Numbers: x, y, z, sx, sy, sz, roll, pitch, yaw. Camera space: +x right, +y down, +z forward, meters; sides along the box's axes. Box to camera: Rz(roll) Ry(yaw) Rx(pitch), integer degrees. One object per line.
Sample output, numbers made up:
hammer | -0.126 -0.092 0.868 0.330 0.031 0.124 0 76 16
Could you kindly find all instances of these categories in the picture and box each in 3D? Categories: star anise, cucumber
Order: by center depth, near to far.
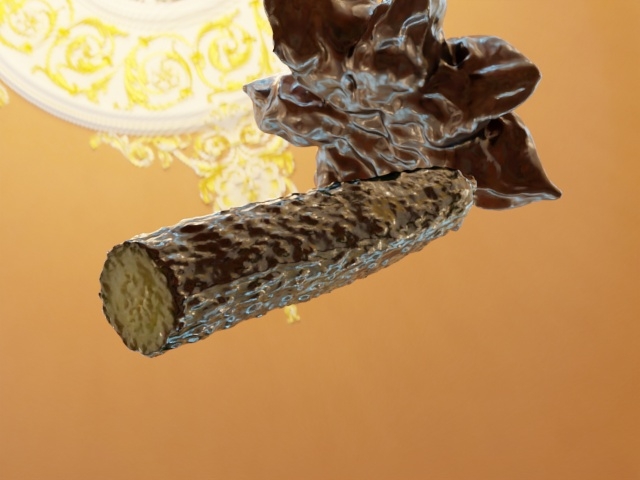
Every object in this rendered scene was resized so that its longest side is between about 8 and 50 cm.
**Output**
cucumber | 0.000 0.000 0.657 0.293 0.067 0.068 -17 -107 -44
star anise | 0.045 -0.119 0.872 0.315 0.315 0.108 24 -115 7
